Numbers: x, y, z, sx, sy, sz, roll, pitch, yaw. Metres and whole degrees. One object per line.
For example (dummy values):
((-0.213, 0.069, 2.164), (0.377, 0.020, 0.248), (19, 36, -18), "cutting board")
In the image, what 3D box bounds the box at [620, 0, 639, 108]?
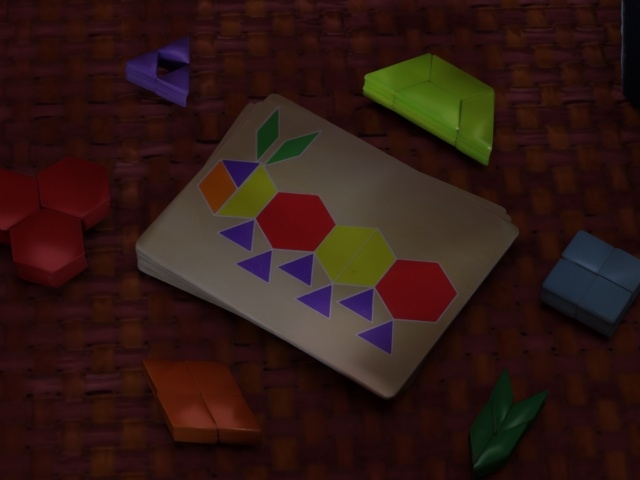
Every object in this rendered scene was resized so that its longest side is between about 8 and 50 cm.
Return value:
((0.381, -0.114, 0.984), (0.312, 0.179, 0.343), (-22, 42, -16), "box")

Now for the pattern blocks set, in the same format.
((0.000, 0.000, 1.028), (0.325, 0.026, 0.285), (37, 61, 22), "pattern blocks set")
